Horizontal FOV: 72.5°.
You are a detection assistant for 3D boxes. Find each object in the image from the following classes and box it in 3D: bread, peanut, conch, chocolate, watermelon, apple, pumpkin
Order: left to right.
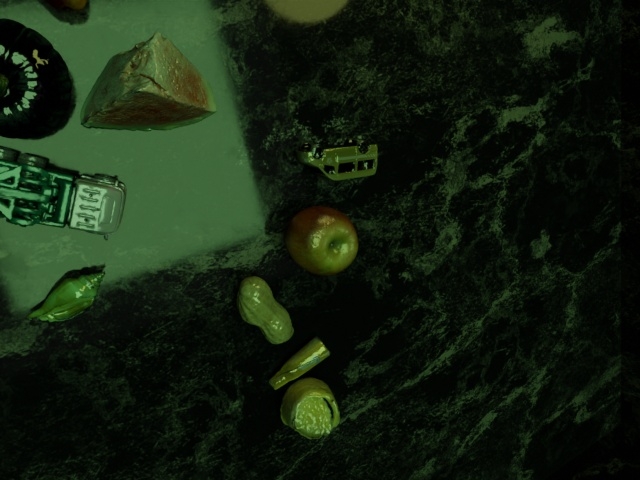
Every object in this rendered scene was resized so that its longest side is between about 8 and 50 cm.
[{"bbox_3d":[-0.662,-0.331,0.906,0.248,0.248,0.247,-6,103,-25],"label":"pumpkin"},{"bbox_3d":[-0.635,0.147,1.117,0.201,0.079,0.095,-40,129,6],"label":"conch"},{"bbox_3d":[-0.411,-0.351,1.049,0.310,0.231,0.193,4,65,-10],"label":"watermelon"},{"bbox_3d":[-0.173,0.222,1.336,0.124,0.124,0.256,-37,118,-15],"label":"peanut"},{"bbox_3d":[-0.073,0.414,1.448,0.219,0.086,0.085,-37,114,-11],"label":"chocolate"},{"bbox_3d":[-0.033,0.560,1.444,0.197,0.170,0.197,-1,93,-16],"label":"bread"},{"bbox_3d":[0.000,0.000,1.343,0.210,0.173,0.235,-48,125,-14],"label":"apple"}]

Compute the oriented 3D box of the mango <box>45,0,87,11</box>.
[{"bbox_3d":[-0.611,-0.628,0.941,0.133,0.111,0.267,-37,117,3],"label":"mango"}]

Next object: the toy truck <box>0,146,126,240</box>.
[{"bbox_3d":[-0.644,-0.102,1.004,0.364,0.178,0.176,11,95,-30],"label":"toy truck"}]

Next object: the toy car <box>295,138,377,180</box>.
[{"bbox_3d":[0.050,-0.245,1.350,0.257,0.101,0.124,-12,109,-25],"label":"toy car"}]
